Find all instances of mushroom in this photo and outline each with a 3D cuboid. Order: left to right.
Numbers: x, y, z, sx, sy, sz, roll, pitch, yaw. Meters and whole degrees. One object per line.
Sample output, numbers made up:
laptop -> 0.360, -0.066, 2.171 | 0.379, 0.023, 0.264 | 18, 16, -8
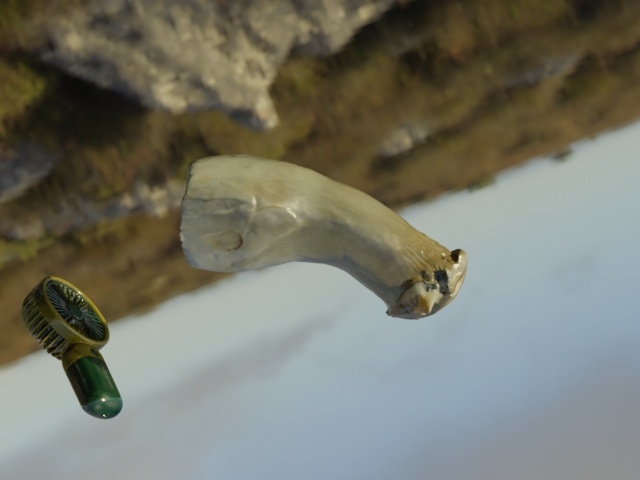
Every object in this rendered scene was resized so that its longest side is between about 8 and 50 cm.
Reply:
mushroom -> 0.002, -0.004, 1.229 | 0.223, 0.092, 0.081 | 16, 162, -5

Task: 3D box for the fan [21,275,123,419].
fan -> -0.216, 0.098, 1.443 | 0.039, 0.155, 0.082 | -43, 139, 14
